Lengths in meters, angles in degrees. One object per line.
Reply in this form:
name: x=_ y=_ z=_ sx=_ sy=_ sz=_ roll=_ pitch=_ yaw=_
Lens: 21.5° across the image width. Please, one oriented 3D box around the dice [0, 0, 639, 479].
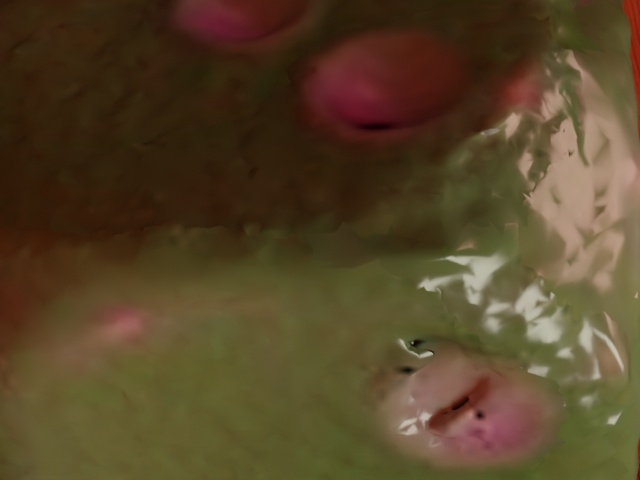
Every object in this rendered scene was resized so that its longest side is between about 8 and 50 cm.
dice: x=0.000 y=0.000 z=0.890 sx=0.318 sy=0.330 sz=0.322 roll=78 pitch=12 yaw=-45
